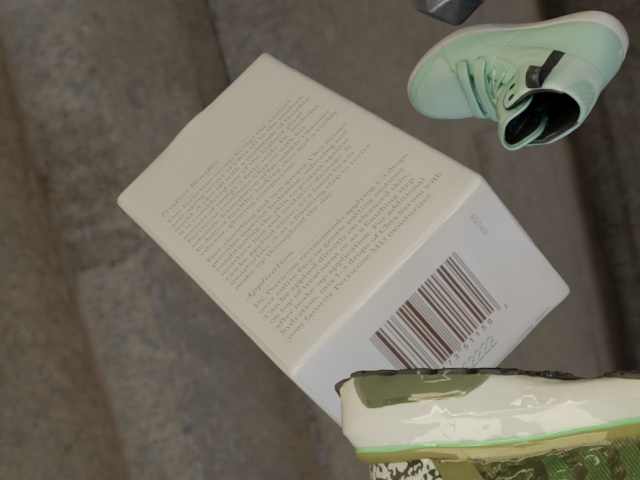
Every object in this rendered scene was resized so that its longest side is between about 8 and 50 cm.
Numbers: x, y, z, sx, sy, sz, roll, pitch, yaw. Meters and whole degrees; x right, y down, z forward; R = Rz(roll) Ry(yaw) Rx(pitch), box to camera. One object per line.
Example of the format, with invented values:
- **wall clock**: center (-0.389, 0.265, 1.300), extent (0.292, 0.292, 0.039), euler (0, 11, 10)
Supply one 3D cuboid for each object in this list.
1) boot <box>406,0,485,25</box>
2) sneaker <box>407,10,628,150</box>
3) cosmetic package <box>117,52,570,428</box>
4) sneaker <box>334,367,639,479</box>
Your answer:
- **boot**: center (0.185, -0.485, 1.334), extent (0.146, 0.445, 0.367), euler (-3, 56, -45)
- **sneaker**: center (0.172, -0.149, 1.418), extent (0.094, 0.256, 0.151), euler (57, 44, -24)
- **cosmetic package**: center (0.000, 0.000, 1.334), extent (0.161, 0.230, 0.453), euler (48, -5, -33)
- **sneaker**: center (0.190, 0.168, 0.827), extent (0.158, 0.410, 0.182), euler (8, 81, -50)
